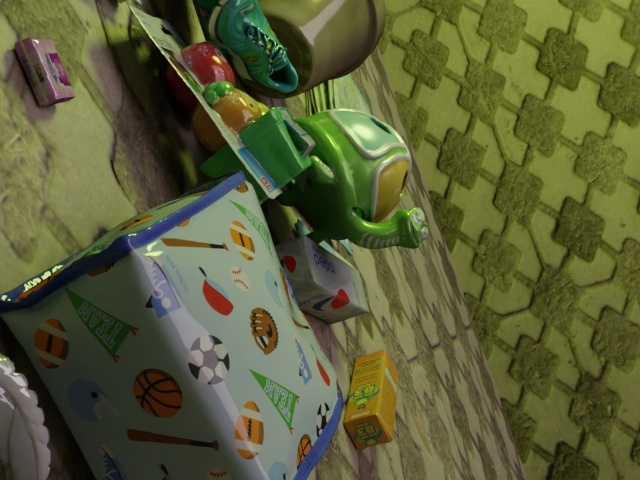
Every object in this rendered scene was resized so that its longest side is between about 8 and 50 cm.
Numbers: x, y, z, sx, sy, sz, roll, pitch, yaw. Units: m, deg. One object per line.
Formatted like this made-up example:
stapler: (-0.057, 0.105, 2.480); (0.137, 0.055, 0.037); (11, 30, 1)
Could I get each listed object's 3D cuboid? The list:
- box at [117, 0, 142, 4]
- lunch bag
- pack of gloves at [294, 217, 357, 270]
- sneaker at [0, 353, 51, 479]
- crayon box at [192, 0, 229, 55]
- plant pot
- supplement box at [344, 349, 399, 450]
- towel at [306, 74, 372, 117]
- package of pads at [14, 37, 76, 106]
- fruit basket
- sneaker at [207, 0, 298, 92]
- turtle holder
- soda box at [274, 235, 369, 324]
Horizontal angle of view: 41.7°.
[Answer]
box: (-0.334, -0.454, 1.299); (0.109, 0.042, 0.178); (30, 43, -63)
lunch bag: (-0.131, 0.113, 0.972); (0.327, 0.239, 0.385); (65, 25, -10)
pack of gloves: (0.000, 0.000, 1.841); (0.232, 0.046, 0.195); (43, 29, -35)
sneaker: (-0.322, 0.112, 0.674); (0.115, 0.105, 0.281); (-44, 122, -34)
crayon box: (-0.207, -0.494, 1.525); (0.165, 0.081, 0.278); (83, -12, -63)
plant pot: (-0.052, -0.445, 1.784); (0.323, 0.323, 0.280); (61, 35, -27)
supplement box: (0.107, 0.323, 1.721); (0.080, 0.078, 0.233); (63, 18, -21)
towel: (0.067, -0.313, 2.299); (0.374, 0.090, 0.320); (51, 29, -47)
package of pads: (-0.338, -0.208, 1.033); (0.083, 0.032, 0.050); (68, 19, -7)
fruit basket: (-0.153, -0.230, 1.379); (0.353, 0.165, 0.327); (58, 7, -4)
sneaker: (-0.105, -0.341, 1.445); (0.110, 0.107, 0.275); (36, -3, 22)
turtle holder: (0.064, -0.126, 1.604); (0.320, 0.227, 0.243); (32, -43, 56)
soda box: (-0.002, 0.083, 1.629); (0.286, 0.091, 0.098); (35, 39, -62)
